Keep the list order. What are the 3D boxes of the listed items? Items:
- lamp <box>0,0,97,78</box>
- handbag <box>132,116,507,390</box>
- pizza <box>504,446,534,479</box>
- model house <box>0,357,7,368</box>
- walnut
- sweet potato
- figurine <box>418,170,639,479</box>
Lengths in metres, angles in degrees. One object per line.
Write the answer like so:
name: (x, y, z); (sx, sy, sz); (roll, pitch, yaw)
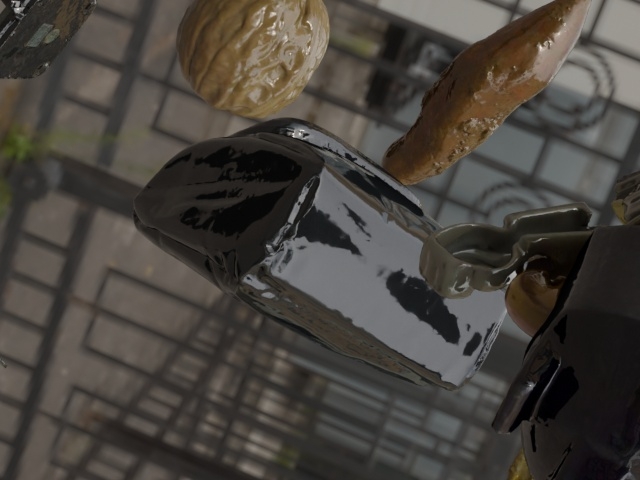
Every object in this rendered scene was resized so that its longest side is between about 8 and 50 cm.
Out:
lamp: (-0.357, -0.242, 1.619); (0.203, 0.283, 0.124); (-51, 148, 16)
handbag: (0.002, -0.002, 1.603); (0.275, 0.302, 0.178); (29, -91, 53)
pizza: (0.218, 0.131, 1.246); (0.197, 0.058, 0.292); (-42, 153, -9)
model house: (-0.358, 0.095, 1.485); (0.088, 0.117, 0.167); (-47, -159, -13)
walnut: (-0.086, -0.269, 2.226); (0.213, 0.213, 0.213); (23, 90, -83)
sweet potato: (0.179, -0.167, 1.940); (0.354, 0.095, 0.106); (-44, 179, 32)
figurine: (0.198, 0.048, 0.909); (0.308, 0.308, 0.143); (-55, 142, -59)
